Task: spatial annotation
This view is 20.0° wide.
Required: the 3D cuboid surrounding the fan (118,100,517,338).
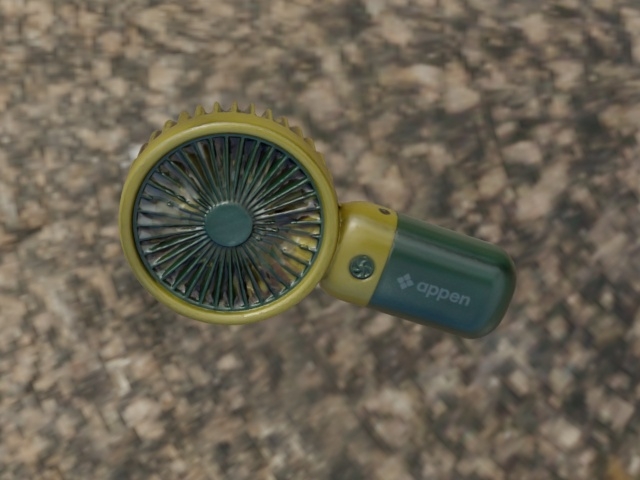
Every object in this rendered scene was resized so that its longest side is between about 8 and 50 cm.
[{"bbox_3d":[0.000,0.000,0.687,0.155,0.039,0.082,19,110,-9],"label":"fan"}]
